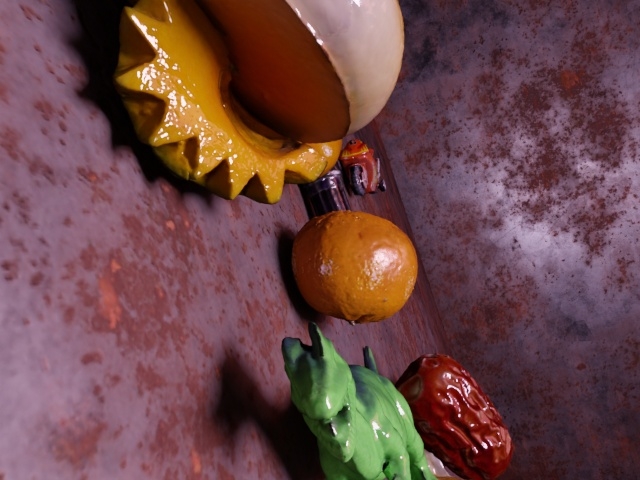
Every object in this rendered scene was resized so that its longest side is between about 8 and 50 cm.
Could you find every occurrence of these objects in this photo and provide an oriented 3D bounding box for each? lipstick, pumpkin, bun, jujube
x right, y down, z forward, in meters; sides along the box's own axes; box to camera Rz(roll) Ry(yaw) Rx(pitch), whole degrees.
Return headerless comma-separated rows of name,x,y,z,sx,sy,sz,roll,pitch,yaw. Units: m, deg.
lipstick,0.007,-0.102,0.838,0.299,0.081,0.081,71,16,5
pumpkin,-0.126,-0.118,0.454,0.254,0.149,0.130,42,73,-45
bun,-0.047,-0.244,0.454,0.164,0.299,0.299,-58,144,-14
jujube,0.234,0.316,0.804,0.230,0.155,0.155,50,18,-1

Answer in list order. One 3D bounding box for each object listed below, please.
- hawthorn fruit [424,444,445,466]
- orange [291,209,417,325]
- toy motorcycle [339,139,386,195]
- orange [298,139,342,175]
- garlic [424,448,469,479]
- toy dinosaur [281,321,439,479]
hawthorn fruit,0.245,0.394,0.953,0.181,0.181,0.234,-2,85,-73
orange,0.049,0.043,0.663,0.193,0.194,0.161,27,72,-67
toy motorcycle,0.127,-0.212,1.333,0.298,0.089,0.171,-26,97,-74
orange,-0.038,-0.167,0.703,0.156,0.124,0.156,21,65,-54
garlic,0.181,0.482,0.629,0.250,0.285,0.313,28,9,6
toy dinosaur,0.030,0.184,0.617,0.500,0.144,0.374,-105,171,-68
